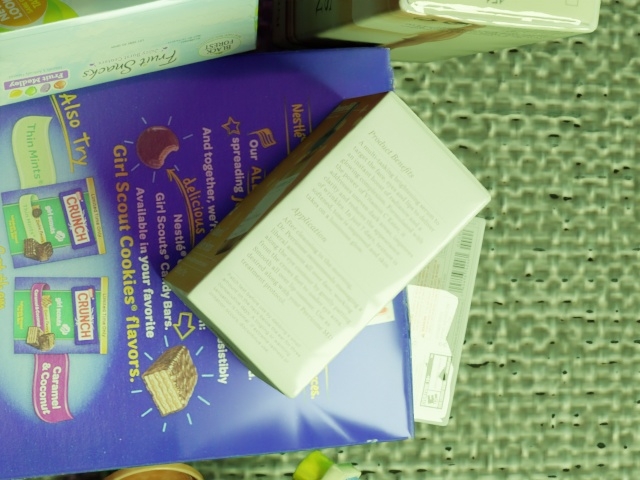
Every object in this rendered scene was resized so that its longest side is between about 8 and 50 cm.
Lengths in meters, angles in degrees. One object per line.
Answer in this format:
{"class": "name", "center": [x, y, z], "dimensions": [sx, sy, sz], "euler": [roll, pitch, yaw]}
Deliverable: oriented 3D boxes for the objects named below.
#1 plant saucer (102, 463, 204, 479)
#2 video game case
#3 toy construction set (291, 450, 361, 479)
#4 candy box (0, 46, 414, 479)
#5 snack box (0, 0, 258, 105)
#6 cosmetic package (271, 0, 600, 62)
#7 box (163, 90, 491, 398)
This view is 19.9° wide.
{"class": "plant saucer", "center": [-0.121, 0.178, 1.267], "dimensions": [0.083, 0.013, 0.083], "euler": [-10, 139, -8]}
{"class": "video game case", "center": [0.039, 0.047, 1.328], "dimensions": [0.143, 0.019, 0.157], "euler": [11, 90, -15]}
{"class": "toy construction set", "center": [-0.066, 0.311, 1.209], "dimensions": [0.215, 0.151, 0.327], "euler": [-27, 135, -51]}
{"class": "candy box", "center": [-0.107, 0.014, 1.222], "dimensions": [0.317, 0.122, 0.268], "euler": [-4, 93, -10]}
{"class": "snack box", "center": [-0.153, -0.195, 1.177], "dimensions": [0.174, 0.070, 0.207], "euler": [-13, 52, -14]}
{"class": "cosmetic package", "center": [0.068, -0.201, 1.182], "dimensions": [0.129, 0.296, 0.153], "euler": [4, 89, -15]}
{"class": "box", "center": [0.000, 0.000, 1.114], "dimensions": [0.170, 0.130, 0.091], "euler": [-45, 99, -7]}
